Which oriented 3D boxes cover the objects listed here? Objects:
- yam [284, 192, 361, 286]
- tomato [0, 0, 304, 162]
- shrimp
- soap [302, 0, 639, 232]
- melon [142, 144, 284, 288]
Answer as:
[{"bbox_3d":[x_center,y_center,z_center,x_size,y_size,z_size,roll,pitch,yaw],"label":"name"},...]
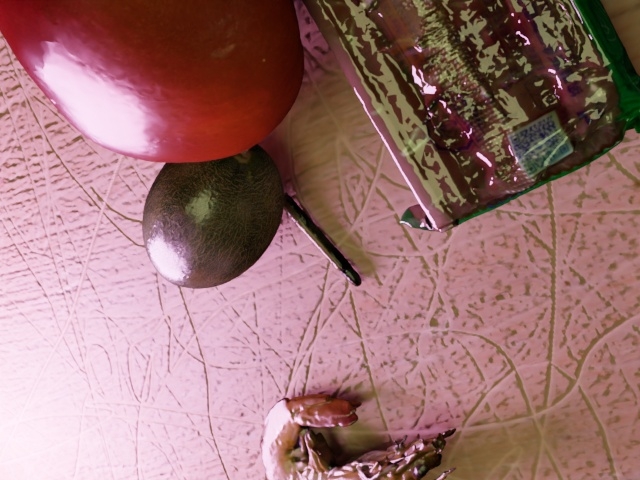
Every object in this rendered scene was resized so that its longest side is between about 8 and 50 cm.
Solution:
[{"bbox_3d":[0.000,0.000,0.664,0.107,0.014,0.014,49,126,1],"label":"yam"},{"bbox_3d":[-0.124,-0.174,0.513,0.180,0.260,0.259,-23,102,0],"label":"tomato"},{"bbox_3d":[0.028,0.212,0.721,0.249,0.068,0.150,-25,93,40],"label":"shrimp"},{"bbox_3d":[0.090,-0.159,0.489,0.218,0.098,0.273,-27,98,35],"label":"soap"},{"bbox_3d":[-0.092,-0.027,0.643,0.114,0.114,0.167,40,131,7],"label":"melon"}]
